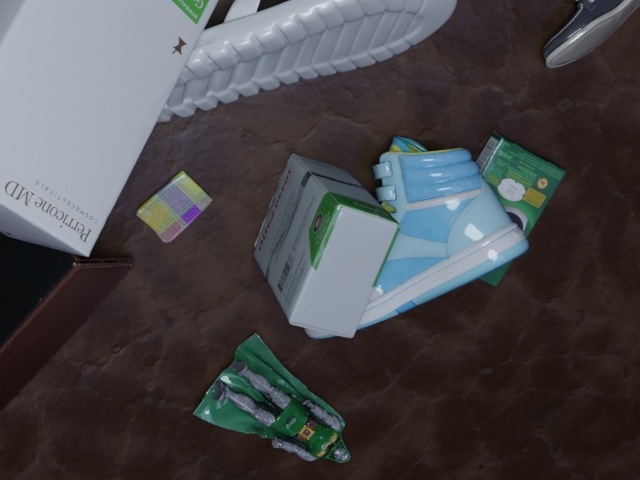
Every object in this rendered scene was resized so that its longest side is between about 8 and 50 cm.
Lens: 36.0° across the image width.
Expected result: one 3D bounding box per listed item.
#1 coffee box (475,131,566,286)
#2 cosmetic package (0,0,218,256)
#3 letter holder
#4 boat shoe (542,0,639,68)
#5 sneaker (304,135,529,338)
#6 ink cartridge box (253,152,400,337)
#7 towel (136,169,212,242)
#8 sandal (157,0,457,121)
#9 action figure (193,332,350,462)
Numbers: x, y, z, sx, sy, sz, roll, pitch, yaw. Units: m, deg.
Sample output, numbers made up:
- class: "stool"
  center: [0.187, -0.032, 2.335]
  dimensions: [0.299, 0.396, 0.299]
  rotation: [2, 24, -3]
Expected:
- class: "coffee box"
  center: [0.233, -0.041, 1.320]
  dimensions: [0.113, 0.040, 0.184]
  rotation: [24, 103, -20]
- class: "cosmetic package"
  center: [-0.257, -0.193, 0.974]
  dimensions: [0.197, 0.155, 0.366]
  rotation: [38, 70, -47]
- class: "letter holder"
  center: [-0.393, 0.084, 1.169]
  dimensions: [0.152, 0.214, 0.302]
  rotation: [44, 96, 8]
- class: "boat shoe"
  center: [0.357, -0.302, 1.251]
  dimensions: [0.206, 0.075, 0.065]
  rotation: [-40, 72, 9]
- class: "sneaker"
  center: [0.086, -0.012, 1.265]
  dimensions: [0.319, 0.127, 0.208]
  rotation: [-27, 86, 21]
- class: "ink cartridge box"
  center: [0.000, 0.000, 1.187]
  dimensions: [0.086, 0.208, 0.153]
  rotation: [16, 107, -22]
- class: "towel"
  center: [-0.184, -0.042, 1.233]
  dimensions: [0.083, 0.009, 0.060]
  rotation: [-43, 114, 4]
- class: "sandal"
  center: [-0.044, -0.252, 1.131]
  dimensions: [0.416, 0.169, 0.102]
  rotation: [-18, 74, -6]
- class: "action figure"
  center: [-0.043, 0.244, 1.354]
  dimensions: [0.232, 0.063, 0.137]
  rotation: [37, 95, -27]
